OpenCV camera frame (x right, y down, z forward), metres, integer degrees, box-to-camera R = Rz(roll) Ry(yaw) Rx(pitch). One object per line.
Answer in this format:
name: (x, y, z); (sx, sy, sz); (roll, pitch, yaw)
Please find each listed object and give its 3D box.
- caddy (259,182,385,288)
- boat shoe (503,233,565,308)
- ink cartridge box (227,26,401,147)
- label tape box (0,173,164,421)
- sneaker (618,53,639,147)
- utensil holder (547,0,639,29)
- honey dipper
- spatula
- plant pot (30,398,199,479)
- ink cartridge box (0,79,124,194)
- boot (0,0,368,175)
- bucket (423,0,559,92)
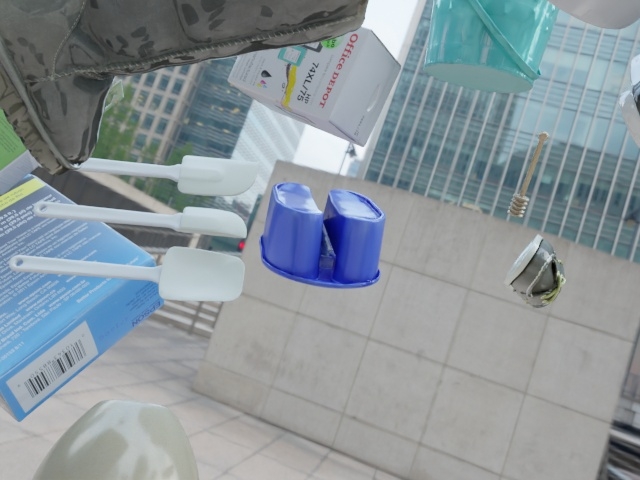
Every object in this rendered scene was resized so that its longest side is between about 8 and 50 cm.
caddy: (0.000, 0.000, 1.192); (0.241, 0.179, 0.341); (8, 16, -10)
boat shoe: (0.402, 0.067, 1.061); (0.091, 0.109, 0.305); (39, 3, 21)
ink cartridge box: (-0.008, -0.354, 1.229); (0.270, 0.198, 0.197); (27, 5, 26)
label tape box: (-0.439, 0.050, 0.824); (0.348, 0.249, 0.115); (28, -39, 24)
sneaker: (0.487, -0.208, 0.744); (0.147, 0.296, 0.104); (-21, -78, 39)
utensil holder: (0.379, -0.473, 0.605); (0.328, 0.327, 0.385); (22, -38, -16)
honey dipper: (0.382, -0.120, 1.051); (0.031, 0.160, 0.030); (12, 23, -5)
spatula: (-0.193, -0.021, 0.603); (0.242, 0.168, 0.019); (5, -21, 0)
plant pot: (-0.329, 0.377, 0.969); (0.284, 0.190, 0.284); (4, -29, 2)
ink cartridge box: (-0.348, -0.148, 0.720); (0.062, 0.209, 0.109); (50, -12, -11)
boot: (-0.081, -0.117, 0.339); (0.209, 0.076, 0.189); (-23, -6, -15)
bucket: (0.363, -0.440, 1.254); (0.281, 0.183, 0.281); (12, 6, -1)
